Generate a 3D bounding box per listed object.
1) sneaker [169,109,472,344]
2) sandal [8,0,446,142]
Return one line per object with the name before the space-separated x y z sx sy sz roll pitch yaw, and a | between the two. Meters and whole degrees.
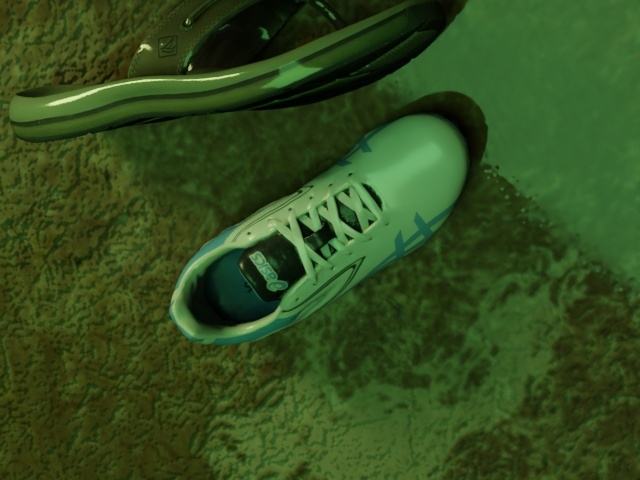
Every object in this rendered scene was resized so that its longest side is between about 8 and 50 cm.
sneaker | 0.000 0.000 1.089 0.237 0.086 0.085 -35 94 24
sandal | -0.071 -0.122 1.056 0.303 0.120 0.086 -8 93 21
